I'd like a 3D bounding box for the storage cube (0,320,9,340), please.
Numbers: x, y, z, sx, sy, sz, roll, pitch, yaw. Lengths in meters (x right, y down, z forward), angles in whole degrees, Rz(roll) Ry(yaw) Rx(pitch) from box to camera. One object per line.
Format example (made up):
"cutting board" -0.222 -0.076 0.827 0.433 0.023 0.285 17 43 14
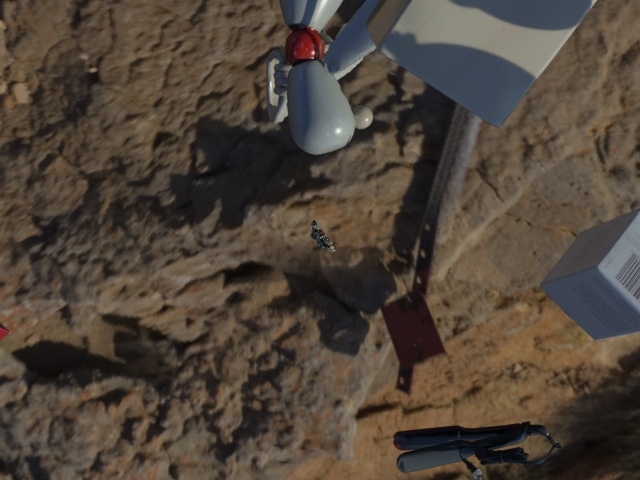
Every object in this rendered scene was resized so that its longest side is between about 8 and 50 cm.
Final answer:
"storage cube" -0.461 0.075 0.806 0.215 0.183 0.193 41 79 14

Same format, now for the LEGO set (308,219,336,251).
"LEGO set" -0.001 -0.002 1.200 0.023 0.083 0.054 -38 87 1

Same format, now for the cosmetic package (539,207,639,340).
"cosmetic package" 0.519 0.064 1.474 0.151 0.183 0.151 45 69 -4

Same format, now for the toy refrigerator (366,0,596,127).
"toy refrigerator" 0.148 -0.219 0.541 0.102 0.094 0.269 29 111 -16

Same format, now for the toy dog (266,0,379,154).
"toy dog" 0.029 -0.276 0.952 0.161 0.220 0.334 -5 109 -12

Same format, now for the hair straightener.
"hair straightener" 0.217 0.294 1.146 0.230 0.089 0.047 -3 127 2
